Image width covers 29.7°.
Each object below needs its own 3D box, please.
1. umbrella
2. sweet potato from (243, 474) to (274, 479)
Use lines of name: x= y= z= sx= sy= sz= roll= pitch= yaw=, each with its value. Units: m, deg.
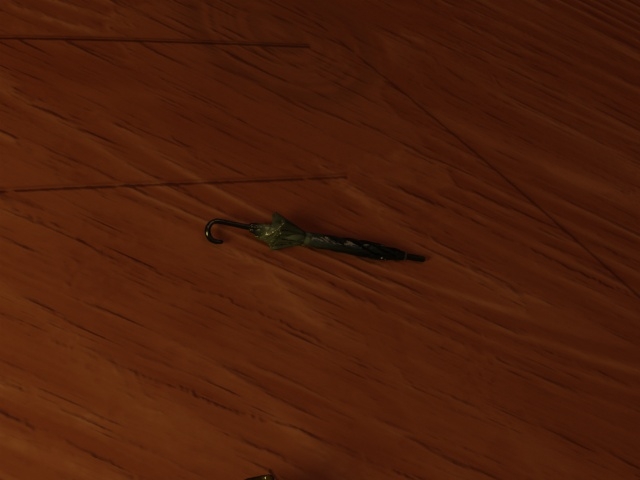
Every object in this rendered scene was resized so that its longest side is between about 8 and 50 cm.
umbrella: x=0.000 y=-0.006 z=1.364 sx=0.269 sy=0.044 sz=0.044 roll=6 pitch=83 yaw=-21
sweet potato: x=-0.123 y=0.378 z=0.991 sx=0.131 sy=0.130 sz=0.422 roll=21 pitch=46 yaw=-9
